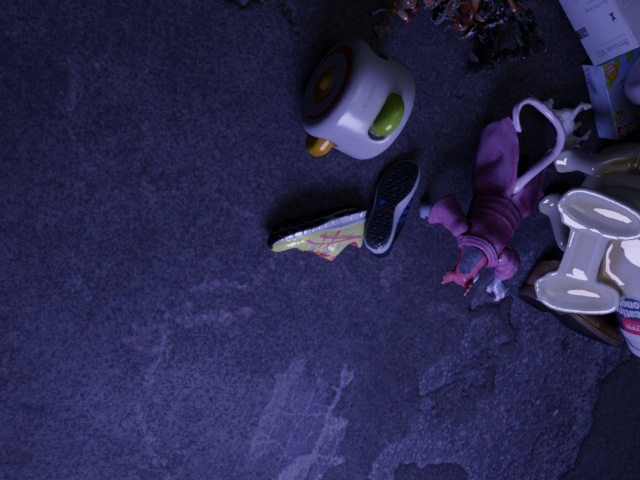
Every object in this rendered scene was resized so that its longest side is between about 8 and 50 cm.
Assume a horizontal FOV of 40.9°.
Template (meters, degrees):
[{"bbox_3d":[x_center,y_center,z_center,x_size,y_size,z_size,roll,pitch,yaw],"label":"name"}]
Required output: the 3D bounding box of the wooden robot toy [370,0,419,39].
[{"bbox_3d":[0.165,-0.449,1.588,0.076,0.079,0.173,32,90,-28],"label":"wooden robot toy"}]

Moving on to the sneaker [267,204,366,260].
[{"bbox_3d":[0.000,0.000,1.630,0.209,0.081,0.094,-14,111,-21],"label":"sneaker"}]

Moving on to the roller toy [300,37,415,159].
[{"bbox_3d":[0.059,-0.254,1.530,0.146,0.209,0.191,24,58,-28],"label":"roller toy"}]

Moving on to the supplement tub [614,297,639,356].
[{"bbox_3d":[0.753,0.115,1.942,0.191,0.191,0.272,-30,113,-15],"label":"supplement tub"}]

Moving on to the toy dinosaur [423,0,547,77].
[{"bbox_3d":[0.339,-0.445,1.636,0.322,0.164,0.218,-18,95,-13],"label":"toy dinosaur"}]

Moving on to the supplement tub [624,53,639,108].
[{"bbox_3d":[0.804,-0.284,1.713,0.325,0.235,0.235,38,86,-7],"label":"supplement tub"}]

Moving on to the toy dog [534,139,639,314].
[{"bbox_3d":[0.645,-0.070,1.751,0.408,0.396,0.284,-58,150,-50],"label":"toy dog"}]

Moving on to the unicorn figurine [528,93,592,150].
[{"bbox_3d":[0.518,-0.253,1.811,0.111,0.060,0.162,-26,112,-17],"label":"unicorn figurine"}]

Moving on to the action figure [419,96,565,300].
[{"bbox_3d":[0.351,-0.045,1.663,0.248,0.276,0.370,34,60,-11],"label":"action figure"}]

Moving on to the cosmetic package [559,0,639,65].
[{"bbox_3d":[0.602,-0.477,1.715,0.151,0.151,0.183,-31,95,-14],"label":"cosmetic package"}]

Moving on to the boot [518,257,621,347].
[{"bbox_3d":[0.584,0.144,1.927,0.305,0.112,0.115,33,78,-26],"label":"boot"}]

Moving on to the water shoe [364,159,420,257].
[{"bbox_3d":[0.139,-0.063,1.693,0.203,0.073,0.080,-64,162,-14],"label":"water shoe"}]

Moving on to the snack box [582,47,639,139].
[{"bbox_3d":[0.683,-0.339,1.859,0.207,0.070,0.174,-26,112,-18],"label":"snack box"}]
